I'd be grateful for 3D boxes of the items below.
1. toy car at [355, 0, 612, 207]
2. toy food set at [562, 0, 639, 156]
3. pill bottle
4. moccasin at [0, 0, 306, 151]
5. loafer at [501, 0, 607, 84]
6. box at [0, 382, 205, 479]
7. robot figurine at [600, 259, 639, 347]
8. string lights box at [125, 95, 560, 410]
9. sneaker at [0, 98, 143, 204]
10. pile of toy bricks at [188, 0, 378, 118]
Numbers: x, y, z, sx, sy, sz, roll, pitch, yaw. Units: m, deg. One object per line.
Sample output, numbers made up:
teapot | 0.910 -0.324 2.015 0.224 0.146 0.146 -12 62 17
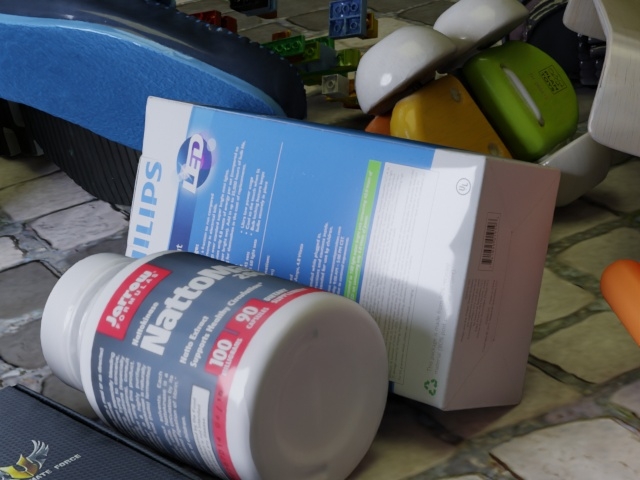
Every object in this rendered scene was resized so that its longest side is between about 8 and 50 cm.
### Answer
toy car | 0.098 -0.071 1.020 0.182 0.159 0.136 -31 -5 -39
toy food set | 0.282 -0.099 1.022 0.219 0.092 0.306 15 21 0
pill bottle | -0.063 0.063 0.780 0.180 0.108 0.108 14 32 41
moccasin | -0.161 -0.157 1.025 0.342 0.138 0.117 20 57 13
loafer | 0.306 -0.188 1.237 0.302 0.109 0.095 -10 28 -13
box | -0.179 0.158 0.660 0.232 0.059 0.183 -26 28 -36
robot figurine | 0.243 0.015 0.764 0.158 0.128 0.219 -49 20 13
string lights box | 0.000 0.000 0.849 0.259 0.133 0.077 15 7 41
sneaker | -0.175 -0.124 1.217 0.146 0.122 0.330 -25 29 -29
pile of toy bricks | -0.015 -0.154 1.282 0.212 0.118 0.105 -4 -10 32
